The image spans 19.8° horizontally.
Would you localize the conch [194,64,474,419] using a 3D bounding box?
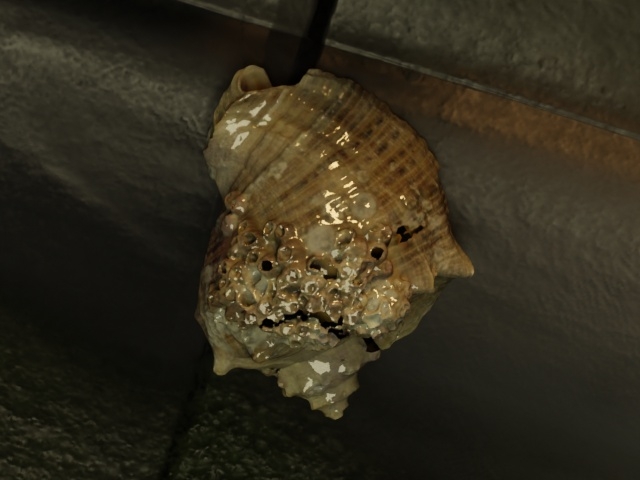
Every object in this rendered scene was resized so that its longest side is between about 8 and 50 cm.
[{"bbox_3d":[0.000,0.000,1.202,0.178,0.163,0.245,-18,101,-20],"label":"conch"}]
